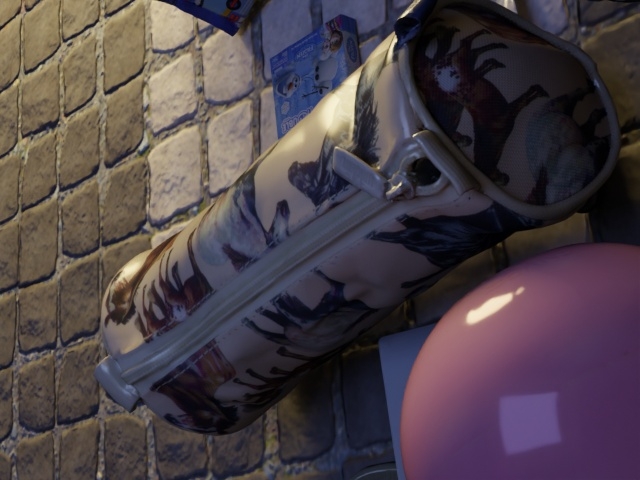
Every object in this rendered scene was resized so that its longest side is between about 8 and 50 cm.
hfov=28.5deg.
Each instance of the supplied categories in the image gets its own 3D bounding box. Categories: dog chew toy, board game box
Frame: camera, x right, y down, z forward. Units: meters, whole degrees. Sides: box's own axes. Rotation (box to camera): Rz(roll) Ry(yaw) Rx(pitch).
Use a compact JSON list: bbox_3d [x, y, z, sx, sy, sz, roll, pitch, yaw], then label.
[{"bbox_3d":[0.176,0.167,0.633,0.206,0.206,0.332,-43,60,33],"label":"dog chew toy"},{"bbox_3d":[-0.003,-0.126,1.034,0.090,0.020,0.090,-26,63,42],"label":"board game box"}]

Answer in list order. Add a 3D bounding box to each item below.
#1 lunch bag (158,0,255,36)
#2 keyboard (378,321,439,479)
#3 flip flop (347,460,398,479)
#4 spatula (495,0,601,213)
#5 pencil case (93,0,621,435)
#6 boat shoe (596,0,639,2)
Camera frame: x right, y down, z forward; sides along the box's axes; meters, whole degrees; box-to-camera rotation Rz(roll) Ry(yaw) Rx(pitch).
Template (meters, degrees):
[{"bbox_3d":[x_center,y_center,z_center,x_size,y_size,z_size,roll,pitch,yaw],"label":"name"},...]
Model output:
[{"bbox_3d":[-0.102,-0.373,1.142,0.221,0.138,0.293,-50,39,32],"label":"lunch bag"},{"bbox_3d":[0.085,0.156,0.800,0.072,0.014,0.256,-19,48,14],"label":"keyboard"},{"bbox_3d":[0.088,0.240,0.793,0.277,0.080,0.112,49,117,43],"label":"flip flop"},{"bbox_3d":[0.135,-0.147,0.874,0.084,0.030,0.296,-37,55,38],"label":"spatula"},{"bbox_3d":[0.000,0.000,0.858,0.410,0.183,0.160,-38,77,43],"label":"pencil case"},{"bbox_3d":[0.128,-0.285,0.783,0.187,0.156,0.500,-45,26,21],"label":"boat shoe"}]
